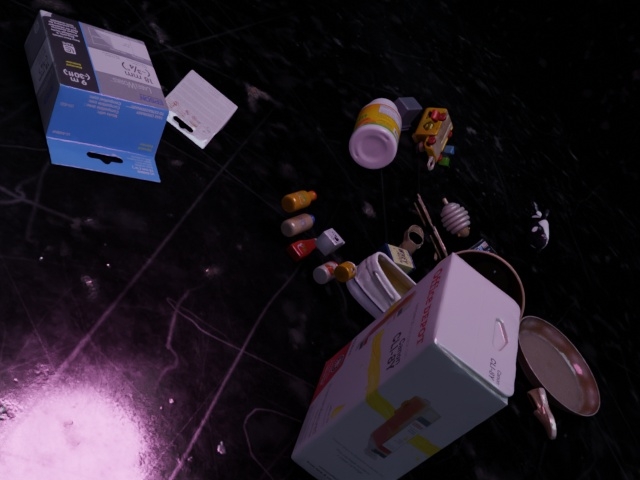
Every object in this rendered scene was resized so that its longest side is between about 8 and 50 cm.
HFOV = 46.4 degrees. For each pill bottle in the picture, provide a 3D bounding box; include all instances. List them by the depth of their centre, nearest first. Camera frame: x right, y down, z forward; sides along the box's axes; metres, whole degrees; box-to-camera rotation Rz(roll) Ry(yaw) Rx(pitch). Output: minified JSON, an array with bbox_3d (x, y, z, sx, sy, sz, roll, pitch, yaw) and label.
[{"bbox_3d":[0.167,-0.323,2.191,0.136,0.136,0.245,36,33,-13],"label":"pill bottle"}]

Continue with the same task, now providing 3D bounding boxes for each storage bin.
[{"bbox_3d":[0.266,-0.427,2.458,0.098,0.091,0.135,53,33,14],"label":"storage bin"}]

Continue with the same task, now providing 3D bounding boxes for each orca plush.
[{"bbox_3d":[0.704,-0.057,2.520,0.102,0.151,0.287,12,37,7],"label":"orca plush"}]

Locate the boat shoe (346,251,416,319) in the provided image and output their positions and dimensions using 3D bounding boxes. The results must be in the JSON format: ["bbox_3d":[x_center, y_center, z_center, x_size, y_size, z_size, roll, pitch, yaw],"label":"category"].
[{"bbox_3d":[0.241,0.159,1.714,0.367,0.156,0.136,44,33,0],"label":"boat shoe"}]

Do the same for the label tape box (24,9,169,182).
[{"bbox_3d":[-0.443,-0.292,1.517,0.241,0.106,0.333,7,48,-43],"label":"label tape box"}]

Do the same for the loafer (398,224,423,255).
[{"bbox_3d":[0.253,-0.003,2.006,0.056,0.050,0.148,41,33,-6],"label":"loafer"}]

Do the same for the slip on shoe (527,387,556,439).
[{"bbox_3d":[0.552,0.432,1.861,0.041,0.051,0.135,-6,56,-1],"label":"slip on shoe"}]

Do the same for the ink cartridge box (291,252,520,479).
[{"bbox_3d":[0.149,0.241,1.310,0.160,0.384,0.279,39,33,-8],"label":"ink cartridge box"}]

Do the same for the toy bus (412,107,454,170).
[{"bbox_3d":[0.355,-0.336,2.439,0.105,0.190,0.202,10,16,31],"label":"toy bus"}]

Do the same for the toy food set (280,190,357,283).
[{"bbox_3d":[0.000,0.000,1.669,0.232,0.111,0.105,49,33,11],"label":"toy food set"}]

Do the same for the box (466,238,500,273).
[{"bbox_3d":[0.471,0.098,2.132,0.175,0.051,0.220,50,33,9],"label":"box"}]

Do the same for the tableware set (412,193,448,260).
[{"bbox_3d":[0.300,-0.027,2.079,0.194,0.039,0.128,67,7,22],"label":"tableware set"}]

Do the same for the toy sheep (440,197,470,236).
[{"bbox_3d":[0.396,-0.067,2.206,0.132,0.091,0.091,55,34,7],"label":"toy sheep"}]

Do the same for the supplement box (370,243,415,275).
[{"bbox_3d":[0.168,0.061,1.812,0.083,0.083,0.056,17,43,-37],"label":"supplement box"}]

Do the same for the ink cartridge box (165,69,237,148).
[{"bbox_3d":[-0.297,-0.303,1.768,0.145,0.045,0.179,39,51,-10],"label":"ink cartridge box"}]

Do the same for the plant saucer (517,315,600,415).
[{"bbox_3d":[0.636,0.348,2.037,0.311,0.050,0.310,28,37,-23],"label":"plant saucer"}]

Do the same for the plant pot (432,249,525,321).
[{"bbox_3d":[0.407,0.125,1.902,0.237,0.237,0.254,49,19,8],"label":"plant pot"}]
